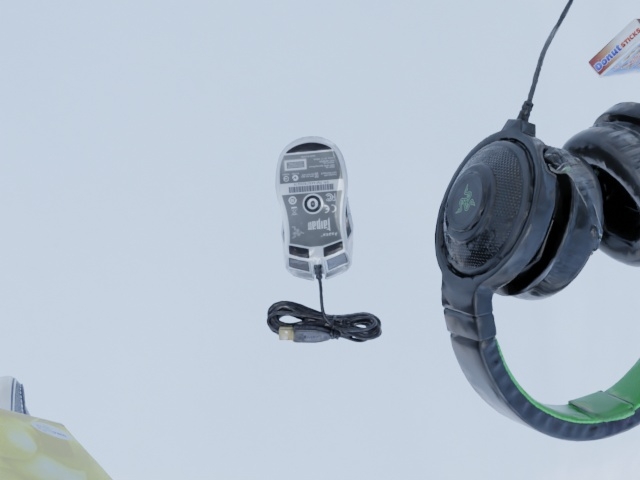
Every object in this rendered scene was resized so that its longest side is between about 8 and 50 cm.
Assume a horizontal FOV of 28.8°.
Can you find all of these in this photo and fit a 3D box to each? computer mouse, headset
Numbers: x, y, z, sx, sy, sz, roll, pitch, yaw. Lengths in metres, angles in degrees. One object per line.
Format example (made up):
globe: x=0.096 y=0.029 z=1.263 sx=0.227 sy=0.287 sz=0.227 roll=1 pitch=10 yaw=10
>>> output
computer mouse: x=0.000 y=0.000 z=1.159 sx=0.042 sy=0.106 sz=0.193 roll=35 pitch=53 yaw=-81
headset: x=0.216 y=-0.032 z=0.968 sx=0.243 sy=0.185 sz=0.394 roll=-14 pitch=101 yaw=-24

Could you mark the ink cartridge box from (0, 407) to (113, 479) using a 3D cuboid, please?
ink cartridge box: x=-0.238 y=0.223 z=0.973 sx=0.072 sy=0.307 sz=0.304 roll=-57 pitch=144 yaw=1

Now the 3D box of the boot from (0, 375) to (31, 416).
boot: x=-0.288 y=0.232 z=1.295 sx=0.069 sy=0.086 sz=0.190 roll=164 pitch=-80 yaw=-80

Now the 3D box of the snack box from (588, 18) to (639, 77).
snack box: x=0.330 y=-0.189 z=1.203 sx=0.178 sy=0.022 sz=0.064 roll=-13 pitch=156 yaw=-47
